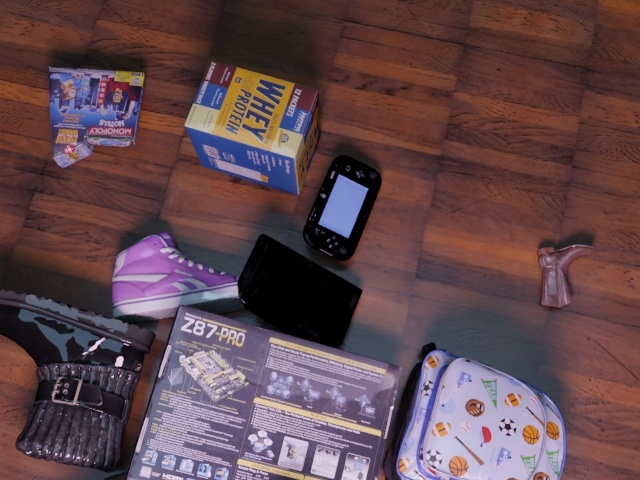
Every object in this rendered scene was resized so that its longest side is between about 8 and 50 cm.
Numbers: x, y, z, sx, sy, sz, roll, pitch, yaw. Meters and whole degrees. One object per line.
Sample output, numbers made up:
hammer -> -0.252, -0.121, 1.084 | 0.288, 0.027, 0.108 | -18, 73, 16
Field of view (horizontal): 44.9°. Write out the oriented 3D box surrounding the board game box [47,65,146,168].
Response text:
board game box -> -0.446, -0.235, 1.511 | 0.194, 0.060, 0.194 | 5, 75, 3

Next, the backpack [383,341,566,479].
backpack -> 0.262, 0.321, 1.261 | 0.264, 0.213, 0.276 | 21, 72, -5

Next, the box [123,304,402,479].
box -> -0.091, 0.311, 1.273 | 0.395, 0.097, 0.318 | 17, 76, -10

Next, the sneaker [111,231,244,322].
sneaker -> -0.240, 0.053, 1.401 | 0.282, 0.102, 0.161 | -5, 70, 0

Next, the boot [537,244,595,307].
boot -> 0.452, 0.067, 1.410 | 0.107, 0.037, 0.114 | -6, 70, 13

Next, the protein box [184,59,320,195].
protein box -> -0.116, -0.200, 1.419 | 0.201, 0.200, 0.135 | 17, 75, 6

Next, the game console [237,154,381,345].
game console -> 0.000, 0.000, 1.403 | 0.213, 0.044, 0.361 | 30, 67, -17

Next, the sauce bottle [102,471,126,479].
sauce bottle -> -0.361, 0.468, 1.272 | 0.111, 0.111, 0.344 | 42, 79, 12

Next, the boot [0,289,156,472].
boot -> -0.478, 0.237, 1.334 | 0.348, 0.131, 0.260 | 16, 74, 5
